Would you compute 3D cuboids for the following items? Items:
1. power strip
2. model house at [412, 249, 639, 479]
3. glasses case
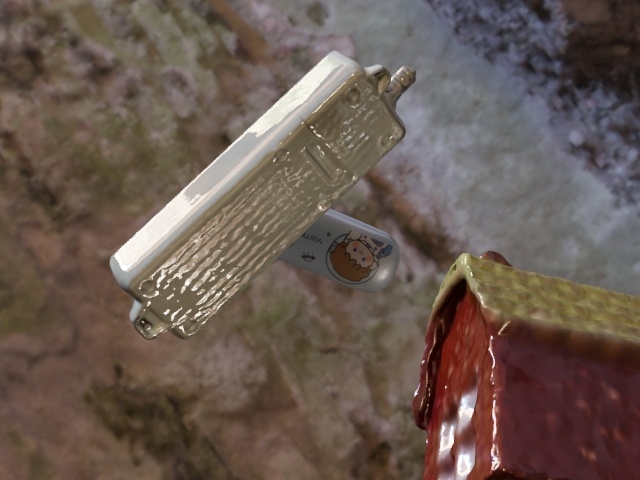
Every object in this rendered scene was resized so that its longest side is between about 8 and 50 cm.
[{"bbox_3d":[-0.046,-0.045,1.057,0.098,0.338,0.058,49,178,-38],"label":"power strip"},{"bbox_3d":[0.177,0.121,0.832,0.160,0.195,0.254,114,165,-49],"label":"model house"},{"bbox_3d":[0.000,0.000,1.272,0.178,0.067,0.045,22,-165,-9],"label":"glasses case"}]
